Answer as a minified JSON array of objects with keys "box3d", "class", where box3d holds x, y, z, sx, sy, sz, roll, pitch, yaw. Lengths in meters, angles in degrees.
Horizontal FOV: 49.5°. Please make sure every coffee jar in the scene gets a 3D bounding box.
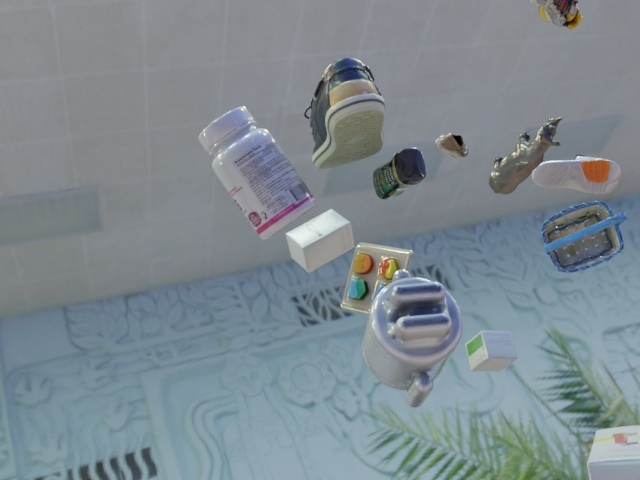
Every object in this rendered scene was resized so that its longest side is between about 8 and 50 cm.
[{"box3d":[0.205,-0.174,1.813,0.079,0.096,0.184,-6,-11,-20],"class":"coffee jar"}]

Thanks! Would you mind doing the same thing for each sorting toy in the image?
[{"box3d":[0.156,0.112,1.995,0.193,0.208,0.038,10,-11,38],"class":"sorting toy"}]

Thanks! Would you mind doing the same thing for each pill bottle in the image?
[{"box3d":[-0.149,-0.158,1.613,0.160,0.283,0.160,-34,1,1],"class":"pill bottle"}]

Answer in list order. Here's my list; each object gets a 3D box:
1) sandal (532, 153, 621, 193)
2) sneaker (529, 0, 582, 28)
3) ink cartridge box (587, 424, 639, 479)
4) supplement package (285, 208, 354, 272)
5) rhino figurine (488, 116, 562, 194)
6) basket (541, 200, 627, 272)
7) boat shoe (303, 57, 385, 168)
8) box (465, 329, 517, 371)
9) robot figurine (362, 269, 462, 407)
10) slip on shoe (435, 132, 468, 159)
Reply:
[{"box3d":[0.697,-0.193,1.906,0.265,0.076,0.102,4,-60,-12],"class":"sandal"},{"box3d":[0.555,-0.562,1.612,0.225,0.092,0.088,10,-64,-56],"class":"sneaker"},{"box3d":[0.717,0.592,1.565,0.160,0.279,0.384,-12,-9,24],"class":"ink cartridge box"},{"box3d":[0.000,0.000,2.150,0.179,0.105,0.105,-29,-48,-21],"class":"supplement package"},{"box3d":[0.475,-0.196,1.597,0.073,0.106,0.243,33,-48,-7],"class":"rhino figurine"},{"box3d":[0.819,-0.009,2.188,0.254,0.201,0.289,-22,-7,11],"class":"basket"},{"box3d":[0.060,-0.297,1.722,0.186,0.156,0.500,-15,-10,-5],"class":"boat shoe"},{"box3d":[0.482,0.314,1.965,0.101,0.087,0.101,4,-32,-19],"class":"box"},{"box3d":[0.199,0.214,1.555,0.199,0.300,0.353,-1,-29,-3],"class":"robot figurine"},{"box3d":[0.302,-0.214,1.543,0.041,0.051,0.135,-37,-24,30],"class":"slip on shoe"}]
